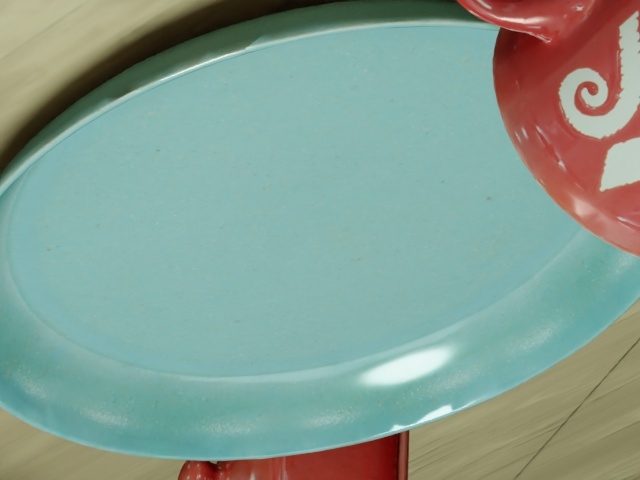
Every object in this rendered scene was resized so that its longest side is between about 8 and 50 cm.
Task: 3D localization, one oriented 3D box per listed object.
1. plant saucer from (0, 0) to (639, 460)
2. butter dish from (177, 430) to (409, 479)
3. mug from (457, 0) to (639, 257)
[{"bbox_3d":[0.000,0.000,0.732,0.317,0.044,0.317,-10,148,-6],"label":"plant saucer"},{"bbox_3d":[-0.024,0.149,0.976,0.118,0.160,0.160,17,142,-16],"label":"butter dish"},{"bbox_3d":[0.132,-0.079,0.530,0.150,0.113,0.169,-2,154,-35],"label":"mug"}]
